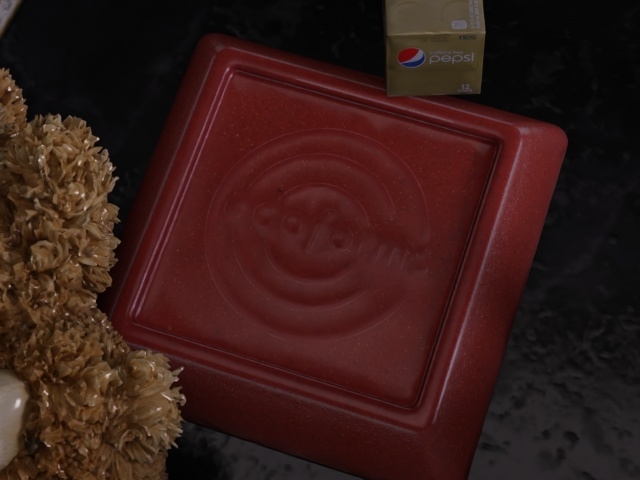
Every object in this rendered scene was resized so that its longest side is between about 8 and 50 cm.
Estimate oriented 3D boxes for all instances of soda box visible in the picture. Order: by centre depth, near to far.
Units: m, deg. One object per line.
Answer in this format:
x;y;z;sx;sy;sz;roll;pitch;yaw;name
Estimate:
0.070;-0.179;0.906;0.061;0.058;0.181;-1;55;2;soda box

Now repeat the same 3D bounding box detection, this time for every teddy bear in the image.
-0.209;0.025;0.817;0.245;0.113;0.338;-22;69;17;teddy bear

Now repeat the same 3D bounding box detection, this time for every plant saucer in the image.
0.000;0.000;0.873;0.258;0.047;0.259;17;71;9;plant saucer
